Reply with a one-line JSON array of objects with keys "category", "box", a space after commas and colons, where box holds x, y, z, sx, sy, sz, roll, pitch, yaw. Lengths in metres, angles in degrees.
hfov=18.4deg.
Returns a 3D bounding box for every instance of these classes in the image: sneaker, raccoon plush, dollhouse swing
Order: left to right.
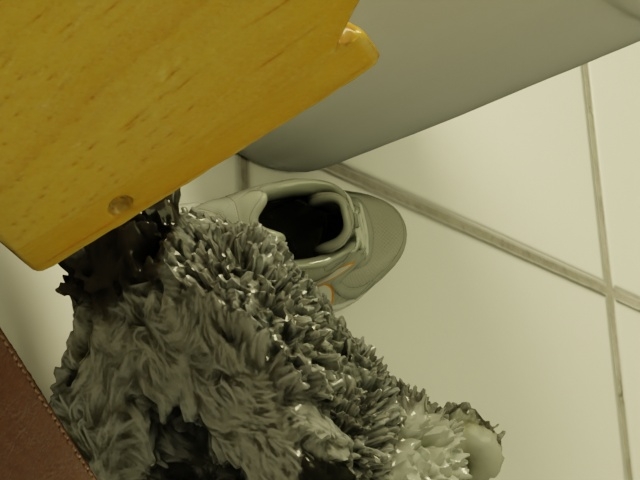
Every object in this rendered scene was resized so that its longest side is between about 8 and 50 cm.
[{"category": "dollhouse swing", "box": [-0.199, -0.211, 1.013, 0.347, 0.315, 0.305, 51, 10, -52]}, {"category": "raccoon plush", "box": [-0.020, 0.046, 1.324, 0.299, 0.216, 0.447, -6, 89, -58]}, {"category": "sneaker", "box": [0.000, 0.000, 1.472, 0.262, 0.121, 0.099, -8, 80, -52]}]

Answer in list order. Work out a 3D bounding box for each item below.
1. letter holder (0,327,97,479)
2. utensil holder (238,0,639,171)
[{"category": "letter holder", "box": [-0.259, 0.127, 0.996, 0.302, 0.152, 0.214, 65, 34, -38]}, {"category": "utensil holder", "box": [0.084, -0.250, 1.482, 0.327, 0.385, 0.328, 26, 53, -41]}]
